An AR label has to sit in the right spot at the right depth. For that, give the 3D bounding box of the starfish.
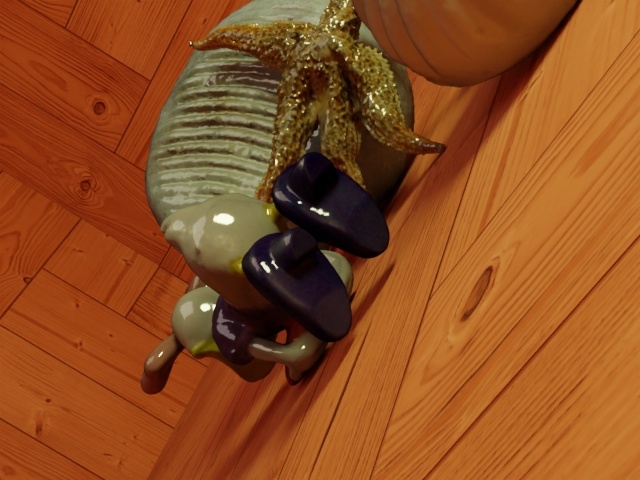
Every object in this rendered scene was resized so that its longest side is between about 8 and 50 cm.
[{"bbox_3d":[-0.008,-0.150,1.304,0.301,0.294,0.084,-20,-22,25],"label":"starfish"}]

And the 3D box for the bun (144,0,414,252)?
[{"bbox_3d":[-0.043,-0.118,1.499,0.362,0.362,0.211,-59,-40,-8],"label":"bun"}]

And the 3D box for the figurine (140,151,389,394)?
[{"bbox_3d":[-0.076,0.053,1.216,0.154,0.193,0.421,-64,1,-28],"label":"figurine"}]

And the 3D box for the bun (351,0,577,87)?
[{"bbox_3d":[0.092,-0.268,1.020,0.263,0.175,0.263,-29,53,47],"label":"bun"}]
